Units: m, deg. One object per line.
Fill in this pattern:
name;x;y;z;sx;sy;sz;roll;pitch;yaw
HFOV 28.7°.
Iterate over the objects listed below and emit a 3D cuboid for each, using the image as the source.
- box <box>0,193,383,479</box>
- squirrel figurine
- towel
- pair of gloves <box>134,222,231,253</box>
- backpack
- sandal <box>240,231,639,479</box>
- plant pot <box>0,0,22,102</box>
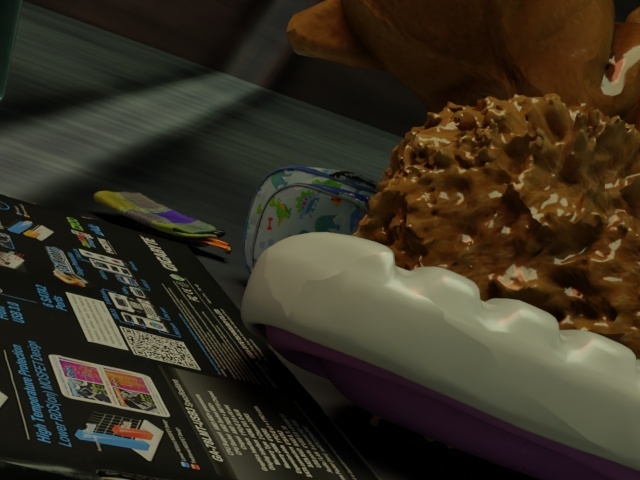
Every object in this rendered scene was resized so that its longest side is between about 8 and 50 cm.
box;-0.154;0.037;0.453;0.293;0.073;0.295;15;12;-26
squirrel figurine;0.153;-0.043;0.731;0.370;0.281;0.397;50;34;-13
towel;-0.124;-0.020;0.933;0.083;0.009;0.060;24;11;31
pair of gloves;-0.107;-0.007;0.958;0.074;0.010;0.083;16;9;-13
backpack;0.000;0.000;0.867;0.114;0.105;0.084;21;8;33
sandal;0.154;0.122;0.451;0.416;0.102;0.169;24;-8;10
plant pot;-0.412;-0.232;1.121;0.234;0.166;0.165;15;8;16
